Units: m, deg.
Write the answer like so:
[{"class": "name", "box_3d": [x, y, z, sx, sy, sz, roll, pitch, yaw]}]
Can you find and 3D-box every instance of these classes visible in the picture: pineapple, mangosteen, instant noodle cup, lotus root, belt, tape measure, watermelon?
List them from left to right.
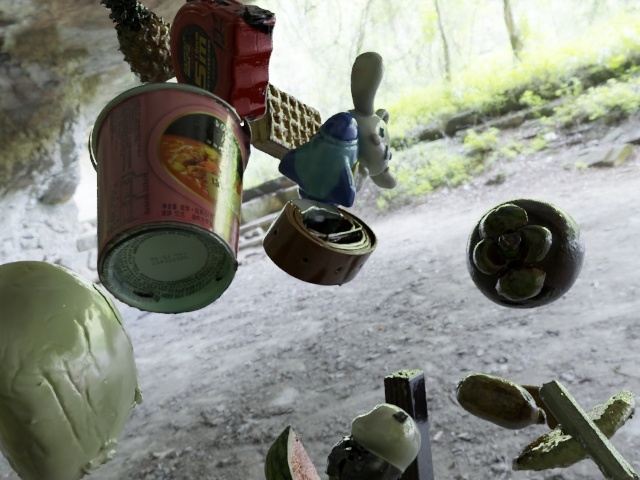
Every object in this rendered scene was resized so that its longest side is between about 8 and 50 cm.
[{"class": "pineapple", "box_3d": [-0.431, -0.511, 1.334, 0.157, 0.279, 0.158, -12, 47, 14]}, {"class": "instant noodle cup", "box_3d": [-0.200, -0.047, 0.753, 0.243, 0.244, 0.255, -18, 46, 4]}, {"class": "tape measure", "box_3d": [-0.203, -0.381, 1.158, 0.114, 0.253, 0.260, -23, 47, -39]}, {"class": "watermelon", "box_3d": [-0.082, 0.770, 1.795, 0.159, 0.304, 0.128, -28, 5, -15]}, {"class": "belt", "box_3d": [0.000, 0.000, 1.107, 0.261, 0.184, 0.105, -15, -38, -59]}, {"class": "lotus root", "box_3d": [0.508, 0.455, 1.580, 0.260, 0.129, 0.145, 20, -11, 14]}, {"class": "mangosteen", "box_3d": [0.521, 0.026, 1.434, 0.300, 0.300, 0.300, -18, 8, 3]}]

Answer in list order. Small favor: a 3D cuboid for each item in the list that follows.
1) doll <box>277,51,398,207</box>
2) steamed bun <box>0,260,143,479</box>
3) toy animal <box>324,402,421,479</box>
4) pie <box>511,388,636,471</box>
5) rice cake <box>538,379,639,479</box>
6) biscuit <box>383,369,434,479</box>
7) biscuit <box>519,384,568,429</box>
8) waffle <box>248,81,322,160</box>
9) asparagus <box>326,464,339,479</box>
[{"class": "doll", "box_3d": [0.061, -0.177, 1.285, 0.187, 0.376, 0.366, 12, 52, 46]}, {"class": "steamed bun", "box_3d": [-0.412, 0.178, 0.870, 0.233, 0.312, 0.333, -27, 39, -37]}, {"class": "toy animal", "box_3d": [0.109, 0.399, 1.069, 0.138, 0.166, 0.179, 26, 77, 34]}, {"class": "pie", "box_3d": [0.603, 0.463, 1.327, 0.339, 0.077, 0.339, -25, -25, -12]}, {"class": "rice cake", "box_3d": [0.531, 0.387, 1.134, 0.052, 0.057, 0.256, 10, 29, -23]}, {"class": "biscuit", "box_3d": [0.221, 0.512, 1.362, 0.073, 0.389, 0.107, -6, -3, 31]}, {"class": "biscuit", "box_3d": [0.778, 0.557, 1.906, 0.250, 0.163, 0.035, 25, 22, 12]}, {"class": "waffle", "box_3d": [-0.105, -0.353, 1.767, 0.091, 0.213, 0.308, -16, -18, 31]}, {"class": "asparagus", "box_3d": [0.043, 0.645, 1.420, 0.041, 0.179, 0.045, -4, -1, 18]}]
